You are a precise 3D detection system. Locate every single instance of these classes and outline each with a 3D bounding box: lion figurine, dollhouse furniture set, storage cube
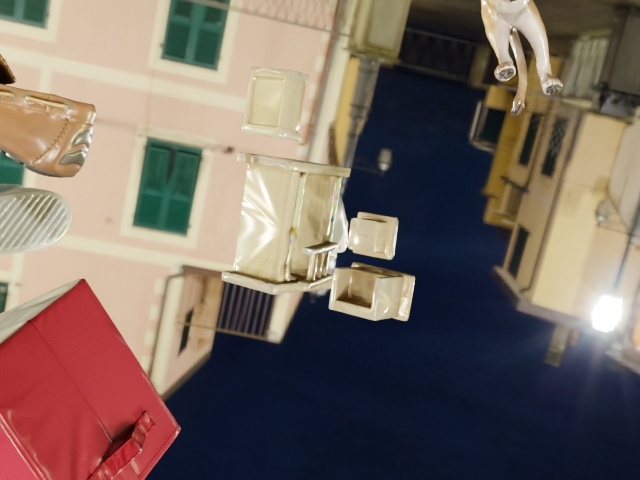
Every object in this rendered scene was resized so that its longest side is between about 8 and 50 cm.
[{"bbox_3d":[0.285,-0.391,1.248,0.142,0.392,0.240,-11,-121,-4],"label":"lion figurine"},{"bbox_3d":[0.021,-0.041,0.696,0.161,0.182,0.101,13,-173,33],"label":"dollhouse furniture set"},{"bbox_3d":[-0.289,0.180,0.809,0.215,0.193,0.184,-23,-166,26],"label":"storage cube"}]

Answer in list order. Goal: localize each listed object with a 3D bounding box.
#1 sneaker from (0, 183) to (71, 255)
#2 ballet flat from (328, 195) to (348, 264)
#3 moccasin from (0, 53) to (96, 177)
[{"bbox_3d":[-0.589,-0.025,1.303,0.150,0.135,0.366,7,-175,44],"label":"sneaker"},{"bbox_3d":[0.000,0.000,1.105,0.068,0.072,0.213,15,149,-20],"label":"ballet flat"},{"bbox_3d":[-0.488,-0.223,1.177,0.380,0.147,0.139,26,-171,18],"label":"moccasin"}]
